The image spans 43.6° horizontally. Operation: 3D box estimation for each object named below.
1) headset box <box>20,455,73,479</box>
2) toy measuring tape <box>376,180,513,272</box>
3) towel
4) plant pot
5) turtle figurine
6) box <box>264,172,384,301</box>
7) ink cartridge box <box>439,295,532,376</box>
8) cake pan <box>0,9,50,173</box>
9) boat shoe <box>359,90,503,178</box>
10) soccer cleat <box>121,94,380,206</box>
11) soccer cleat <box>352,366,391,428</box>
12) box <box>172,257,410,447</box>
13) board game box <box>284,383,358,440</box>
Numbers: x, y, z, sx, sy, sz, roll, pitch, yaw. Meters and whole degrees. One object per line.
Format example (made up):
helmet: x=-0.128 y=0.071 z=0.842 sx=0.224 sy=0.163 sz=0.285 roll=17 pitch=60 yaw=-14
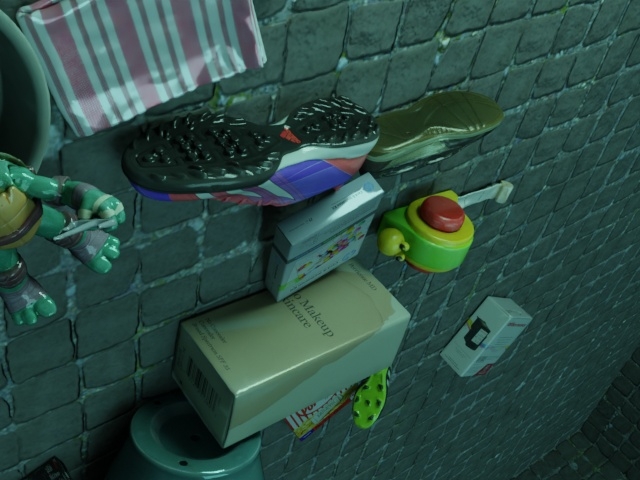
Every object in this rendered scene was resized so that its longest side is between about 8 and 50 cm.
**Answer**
headset box: x=-0.372 y=0.341 z=1.070 sx=0.083 sy=0.062 sz=0.032 roll=-36 pitch=148 yaw=-14
toy measuring tape: x=0.222 y=-0.021 z=1.262 sx=0.330 sy=0.121 sz=0.121 roll=-16 pitch=140 yaw=-38
towel: x=-0.147 y=-0.175 z=0.699 sx=0.197 sy=0.029 sz=0.144 roll=-26 pitch=146 yaw=-11
plant pot: x=-0.192 y=0.368 z=1.144 sx=0.271 sy=0.271 sz=0.255 roll=-10 pitch=121 yaw=-43
turtle figurine: x=-0.243 y=-0.010 z=0.630 sx=0.175 sy=0.118 sz=0.234 roll=-23 pitch=162 yaw=-6
box: x=0.000 y=0.000 z=1.062 sx=0.145 sy=0.038 sz=0.186 roll=-30 pitch=163 yaw=-22
ink cartridge box: x=0.363 y=0.209 z=1.749 sx=0.127 sy=0.072 sz=0.175 roll=10 pitch=121 yaw=-53
cake pan: x=-0.349 y=-0.079 z=0.587 sx=0.293 sy=0.054 sz=0.293 roll=-29 pitch=147 yaw=-22
boat shoe: x=0.142 y=-0.138 z=1.067 sx=0.223 sy=0.080 sz=0.073 roll=-20 pitch=148 yaw=-25
soccer cleat: x=-0.070 y=-0.076 z=0.870 sx=0.318 sy=0.108 sz=0.116 roll=-18 pitch=145 yaw=-40
soccer cleat: x=0.103 y=0.255 z=1.458 sx=0.072 sy=0.060 sz=0.179 roll=42 pitch=61 yaw=-67
box: x=-0.038 y=0.150 z=1.144 sx=0.311 sy=0.148 sz=0.121 roll=-21 pitch=142 yaw=-35
board game box: x=-0.011 y=0.267 z=1.413 sx=0.146 sy=0.045 sz=0.193 roll=-38 pitch=149 yaw=-9
